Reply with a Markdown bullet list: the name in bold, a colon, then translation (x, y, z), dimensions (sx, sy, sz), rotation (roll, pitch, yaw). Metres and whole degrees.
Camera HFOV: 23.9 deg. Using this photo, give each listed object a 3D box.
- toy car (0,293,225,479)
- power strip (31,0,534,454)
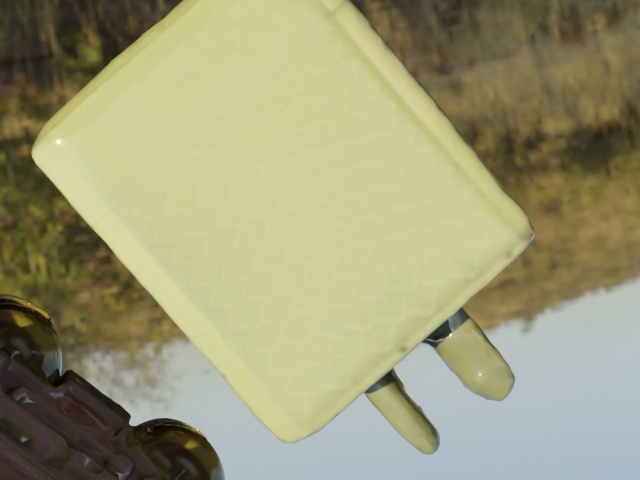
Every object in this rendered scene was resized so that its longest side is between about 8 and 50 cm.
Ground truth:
- **toy car**: translation (-0.233, 0.210, 1.094), dimensions (0.226, 0.336, 0.242), rotation (-51, -179, 17)
- **power strip**: translation (0.000, 0.000, 0.659), dimensions (0.139, 0.224, 0.140), rotation (-41, -176, -4)
